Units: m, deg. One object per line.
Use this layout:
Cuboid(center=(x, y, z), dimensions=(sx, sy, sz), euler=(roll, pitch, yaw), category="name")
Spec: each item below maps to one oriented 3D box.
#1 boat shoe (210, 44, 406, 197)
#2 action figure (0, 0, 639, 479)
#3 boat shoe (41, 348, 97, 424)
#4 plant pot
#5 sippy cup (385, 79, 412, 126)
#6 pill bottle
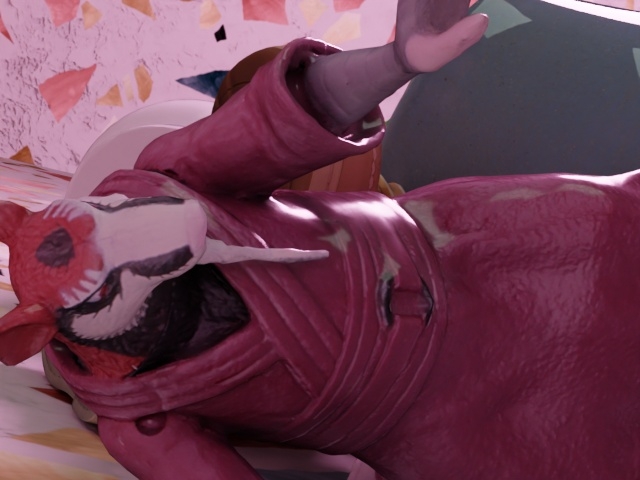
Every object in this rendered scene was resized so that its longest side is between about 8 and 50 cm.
Cuboid(center=(0.000, 0.000, 0.953), dimensions=(0.110, 0.121, 0.341), euler=(-5, -22, -11), category="boat shoe")
Cuboid(center=(0.006, 0.019, 0.721), dimensions=(0.370, 0.248, 0.276), euler=(13, 1, -37), category="action figure")
Cuboid(center=(-0.114, 0.060, 1.061), dimensions=(0.069, 0.081, 0.228), euler=(13, 10, -19), category="boat shoe")
Cuboid(center=(0.172, -0.012, 1.024), dimensions=(0.255, 0.271, 0.271), euler=(33, 10, 18), category="plant pot")
Cuboid(center=(0.141, 0.006, 1.291), dimensions=(0.305, 0.240, 0.224), euler=(29, -38, 8), category="sippy cup")
Cuboid(center=(-0.092, -0.016, 1.442), dimensions=(0.188, 0.188, 0.334), euler=(13, 4, 7), category="pill bottle")
